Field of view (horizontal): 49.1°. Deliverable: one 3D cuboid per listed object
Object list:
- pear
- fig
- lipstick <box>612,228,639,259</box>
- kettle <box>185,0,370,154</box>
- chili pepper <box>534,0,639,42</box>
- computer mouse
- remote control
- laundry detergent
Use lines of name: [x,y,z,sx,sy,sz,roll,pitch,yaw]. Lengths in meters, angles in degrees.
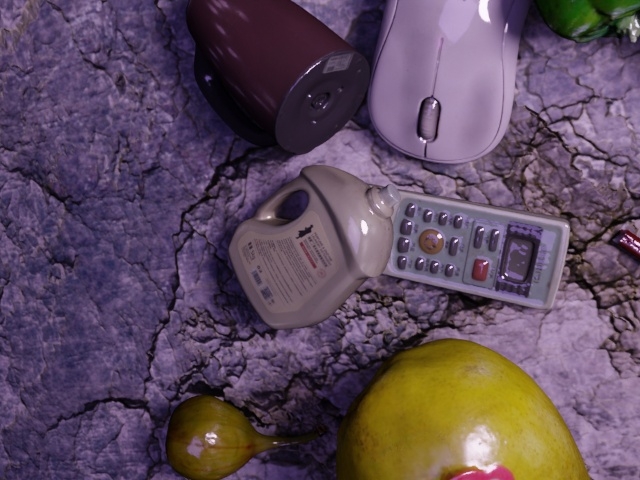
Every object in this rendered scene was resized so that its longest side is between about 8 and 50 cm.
pear: [0.186,0.286,0.853,0.375,0.287,0.287,32,110,-12]
fig: [-0.110,0.290,1.039,0.236,0.124,0.124,-1,102,-7]
lipstick: [0.434,0.043,0.848,0.176,0.027,0.027,37,109,9]
kettle: [-0.071,-0.220,0.887,0.232,0.144,0.202,47,140,25]
chili pepper: [0.271,-0.384,0.684,0.213,0.167,0.385,-10,87,27]
computer mouse: [0.156,-0.236,0.826,0.184,0.121,0.297,19,105,11]
remote control: [0.169,0.004,0.913,0.285,0.038,0.123,13,105,14]
laundry detergent: [0.000,0.000,0.912,0.253,0.091,0.181,-36,78,32]
